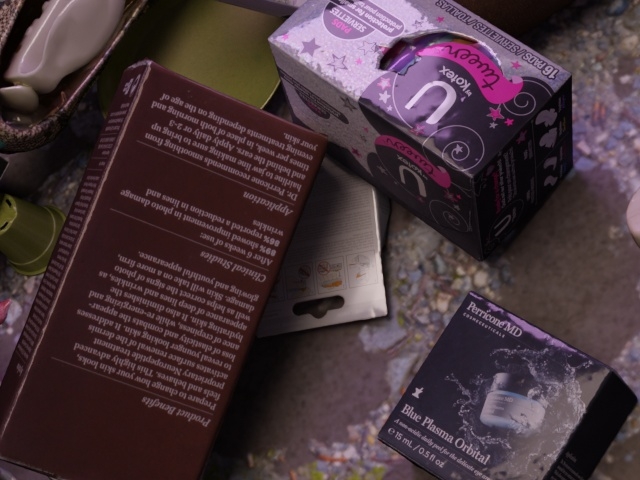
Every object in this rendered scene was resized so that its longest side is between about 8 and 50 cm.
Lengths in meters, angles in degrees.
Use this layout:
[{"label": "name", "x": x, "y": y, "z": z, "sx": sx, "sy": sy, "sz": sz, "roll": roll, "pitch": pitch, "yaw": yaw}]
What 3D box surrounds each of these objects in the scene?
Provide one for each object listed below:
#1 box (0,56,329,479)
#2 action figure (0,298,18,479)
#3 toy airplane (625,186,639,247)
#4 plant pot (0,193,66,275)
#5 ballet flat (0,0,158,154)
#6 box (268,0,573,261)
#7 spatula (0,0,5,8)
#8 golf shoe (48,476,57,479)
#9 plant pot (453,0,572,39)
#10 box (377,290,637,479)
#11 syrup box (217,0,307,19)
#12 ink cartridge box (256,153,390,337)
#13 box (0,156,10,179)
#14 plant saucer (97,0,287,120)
[{"label": "box", "x": -0.155, "y": 0.044, "z": 1.416, "sx": 0.381, "sy": 0.191, "sz": 0.143, "roll": -69, "pitch": 17, "yaw": -4}, {"label": "action figure", "x": -0.449, "y": 0.160, "z": 1.525, "sx": 0.370, "sy": 0.248, "sz": 0.275, "roll": -37, "pitch": 32, "yaw": 10}, {"label": "toy airplane", "x": 0.476, "y": -0.100, "z": 1.159, "sx": 0.384, "sy": 0.272, "sz": 0.386, "roll": 26, "pitch": 83, "yaw": 33}, {"label": "plant pot", "x": -0.328, "y": -0.014, "z": 1.638, "sx": 0.083, "sy": 0.079, "sz": 0.083, "roll": -10, "pitch": 64, "yaw": 22}, {"label": "ballet flat", "x": -0.218, "y": -0.300, "z": 1.600, "sx": 0.483, "sy": 0.164, "sz": 0.182, "roll": -60, "pitch": 21, "yaw": -5}, {"label": "box", "x": 0.093, "y": -0.125, "z": 1.391, "sx": 0.247, "sy": 0.163, "sz": 0.142, "roll": 36, "pitch": 73, "yaw": 25}, {"label": "spatula", "x": -0.309, "y": -0.301, "z": 1.777, "sx": 0.296, "sy": 0.030, "sz": 0.084, "roll": -12, "pitch": 65, "yaw": 22}, {"label": "golf shoe", "x": -0.243, "y": 0.154, "z": 1.523, "sx": 0.067, "sy": 0.086, "sz": 0.186, "roll": -11, "pitch": 64, "yaw": 24}, {"label": "plant pot", "x": 0.187, "y": -0.297, "z": 1.443, "sx": 0.230, "sy": 0.215, "sz": 0.215, "roll": -51, "pitch": 56, "yaw": 15}, {"label": "box", "x": 0.162, "y": 0.154, "z": 1.317, "sx": 0.156, "sy": 0.093, "sz": 0.158, "roll": 29, "pitch": 83, "yaw": 33}, {"label": "syrup box", "x": -0.066, "y": -0.283, "z": 1.516, "sx": 0.096, "sy": 0.237, "sz": 0.093, "roll": 9, "pitch": 89, "yaw": 66}, {"label": "ink cartridge box", "x": 0.000, "y": 0.000, "z": 1.501, "sx": 0.145, "sy": 0.045, "sz": 0.179, "roll": -11, "pitch": 77, "yaw": 22}, {"label": "box", "x": -0.424, "y": -0.043, "z": 1.649, "sx": 0.147, "sy": 0.077, "sz": 0.180, "roll": -62, "pitch": 23, "yaw": -7}, {"label": "plant saucer", "x": -0.130, "y": -0.193, "z": 1.640, "sx": 0.241, "sy": 0.037, "sz": 0.241, "roll": -11, "pitch": 64, "yaw": 23}]
